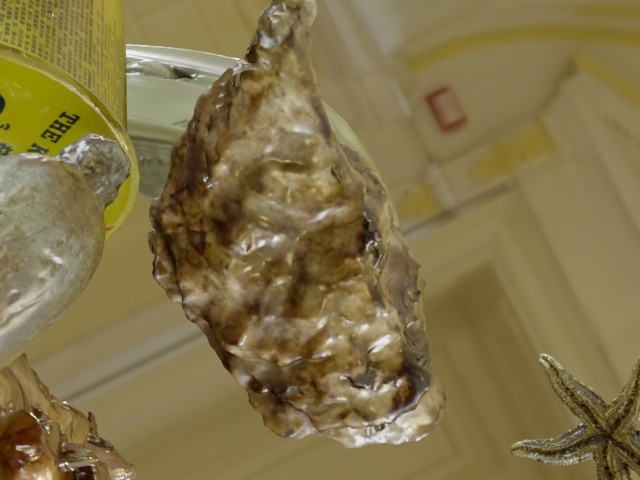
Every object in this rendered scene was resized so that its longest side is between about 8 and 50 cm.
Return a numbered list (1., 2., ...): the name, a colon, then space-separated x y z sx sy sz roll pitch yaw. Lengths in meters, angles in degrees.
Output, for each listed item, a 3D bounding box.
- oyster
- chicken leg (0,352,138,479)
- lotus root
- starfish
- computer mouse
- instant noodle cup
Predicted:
1. oyster: -0.026 -0.001 1.518 0.396 0.204 0.111 69 -16 -14
2. chicken leg: -0.259 0.182 1.622 0.295 0.182 0.409 29 -6 32
3. lotus root: -0.188 0.009 1.136 0.088 0.192 0.113 39 -15 41
4. starfish: 0.304 0.193 2.036 0.208 0.176 0.053 36 27 16
5. computer mouse: -0.088 -0.109 2.131 0.429 0.145 0.228 26 32 -2
6. instant noodle cup: -0.304 -0.160 1.672 0.325 0.326 0.254 74 16 -53
